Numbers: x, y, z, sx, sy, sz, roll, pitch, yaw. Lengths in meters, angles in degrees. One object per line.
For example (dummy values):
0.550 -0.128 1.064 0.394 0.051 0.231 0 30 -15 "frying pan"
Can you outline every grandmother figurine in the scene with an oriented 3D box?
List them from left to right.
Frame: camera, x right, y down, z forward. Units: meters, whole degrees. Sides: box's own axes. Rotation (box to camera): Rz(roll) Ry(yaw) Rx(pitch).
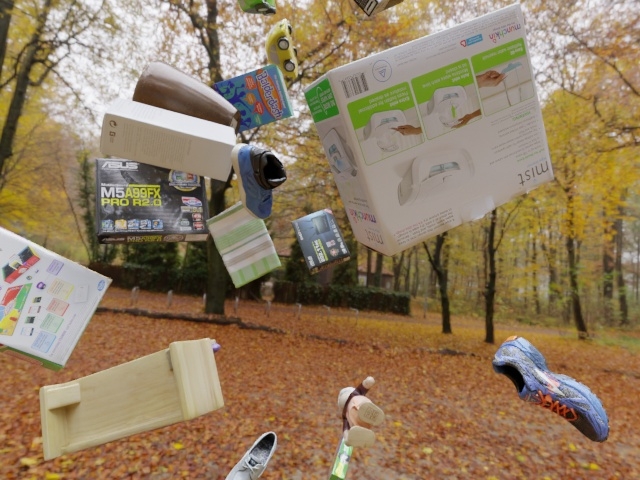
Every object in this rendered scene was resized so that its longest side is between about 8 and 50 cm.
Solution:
0.110 0.519 1.244 0.104 0.208 0.342 35 -13 2 "grandmother figurine"

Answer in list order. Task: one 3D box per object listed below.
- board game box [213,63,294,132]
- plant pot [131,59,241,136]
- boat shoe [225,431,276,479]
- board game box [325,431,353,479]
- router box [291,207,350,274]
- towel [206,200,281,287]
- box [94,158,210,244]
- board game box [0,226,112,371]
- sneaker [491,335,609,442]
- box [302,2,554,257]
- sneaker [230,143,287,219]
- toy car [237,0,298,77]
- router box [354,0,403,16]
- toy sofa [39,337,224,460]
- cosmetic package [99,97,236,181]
-0.204 -0.435 1.246 0.210 0.160 0.047 -14 18 13 "board game box"
-0.341 -0.335 1.080 0.230 0.216 0.215 20 -6 0 "plant pot"
-0.194 0.627 1.124 0.079 0.081 0.227 29 29 12 "boat shoe"
0.079 0.772 1.457 0.046 0.214 0.317 20 28 10 "board game box"
0.000 0.000 0.864 0.092 0.123 0.038 -21 -22 -3 "router box"
-0.153 0.005 0.792 0.113 0.152 0.023 -27 -7 16 "towel"
-0.438 -0.103 1.058 0.269 0.216 0.060 -1 -22 -27 "box"
-0.695 0.127 0.928 0.316 0.242 0.064 35 -45 -27 "board game box"
0.412 0.280 0.743 0.087 0.083 0.221 -24 42 -22 "sneaker"
0.146 -0.139 0.533 0.261 0.231 0.127 -25 17 -11 "box"
-0.095 -0.092 0.697 0.084 0.058 0.152 17 -45 31 "sneaker"
-0.093 -0.395 0.660 0.053 0.239 0.225 -5 18 10 "toy car"
0.130 -0.631 0.986 0.133 0.179 0.046 47 -37 -1 "router box"
-0.387 0.333 0.861 0.362 0.150 0.177 -20 -17 12 "toy sofa"
-0.288 -0.196 0.786 0.231 0.086 0.117 12 29 -20 "cosmetic package"
